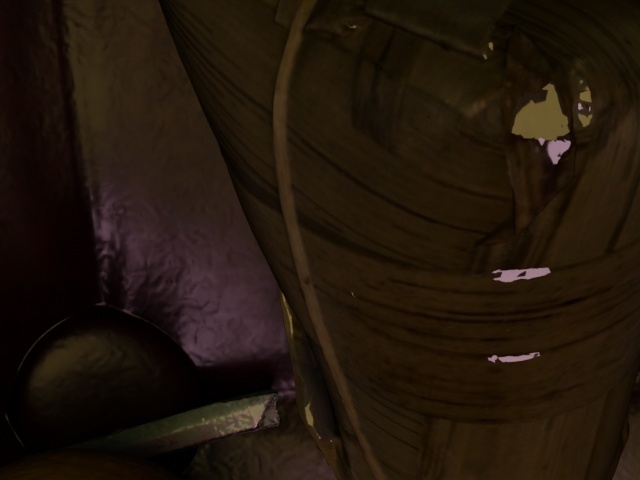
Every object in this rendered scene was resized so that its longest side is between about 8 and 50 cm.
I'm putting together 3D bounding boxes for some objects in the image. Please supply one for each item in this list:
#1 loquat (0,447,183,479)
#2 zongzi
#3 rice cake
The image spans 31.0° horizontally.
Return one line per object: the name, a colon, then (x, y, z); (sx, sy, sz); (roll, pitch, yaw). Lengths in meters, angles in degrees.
loquat: (-0.145, 0.273, 0.761); (0.274, 0.275, 0.275); (1, 100, 3)
zongzi: (0.017, -0.009, 0.801); (0.218, 0.467, 0.500); (-25, 134, -29)
rice cake: (-0.127, 0.150, 0.858); (0.207, 0.033, 0.033); (-17, 89, 5)
